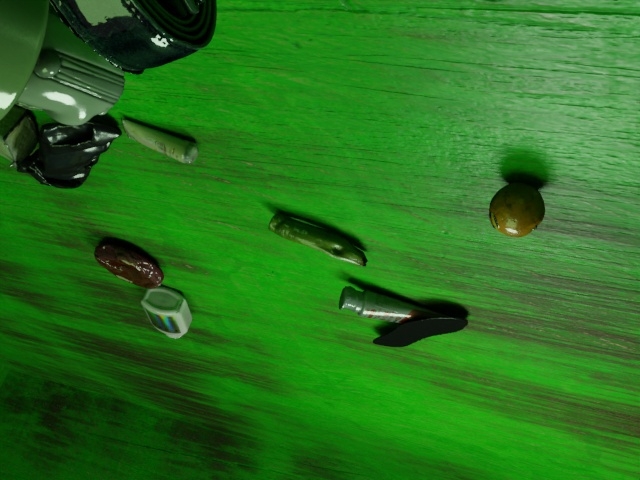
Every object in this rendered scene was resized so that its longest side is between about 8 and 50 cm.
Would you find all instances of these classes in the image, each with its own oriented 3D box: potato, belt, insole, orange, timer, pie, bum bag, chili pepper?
[{"bbox_3d":[-0.582,-0.197,1.627,0.061,0.086,0.122,33,159,7],"label":"potato"},{"bbox_3d":[-0.213,-0.314,0.934,0.116,0.206,0.267,-14,137,24],"label":"belt"},{"bbox_3d":[0.208,0.198,1.871,0.119,0.009,0.348,10,161,-17],"label":"insole"},{"bbox_3d":[0.285,-0.045,1.253,0.084,0.083,0.083,17,156,8],"label":"orange"},{"bbox_3d":[-0.415,-0.261,1.194,0.291,0.290,0.315,-3,167,42],"label":"timer"},{"bbox_3d":[-0.465,0.058,2.102,0.182,0.049,0.182,22,159,9],"label":"pie"},{"bbox_3d":[-0.470,-0.161,1.598,0.137,0.074,0.310,1,162,-30],"label":"bum bag"},{"bbox_3d":[0.000,0.000,1.615,0.202,0.052,0.050,22,136,-3],"label":"chili pepper"}]

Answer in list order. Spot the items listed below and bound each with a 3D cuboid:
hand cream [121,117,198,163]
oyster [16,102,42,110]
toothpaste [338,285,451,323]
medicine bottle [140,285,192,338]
[{"bbox_3d":[-0.279,-0.171,1.496,0.143,0.039,0.061,20,159,13],"label":"hand cream"},{"bbox_3d":[-0.474,-0.274,1.410,0.125,0.064,0.177,-5,137,18],"label":"oyster"},{"bbox_3d":[0.157,0.146,1.801,0.234,0.057,0.089,14,158,-11],"label":"toothpaste"},{"bbox_3d":[-0.405,0.198,2.309,0.115,0.078,0.219,15,156,7],"label":"medicine bottle"}]
